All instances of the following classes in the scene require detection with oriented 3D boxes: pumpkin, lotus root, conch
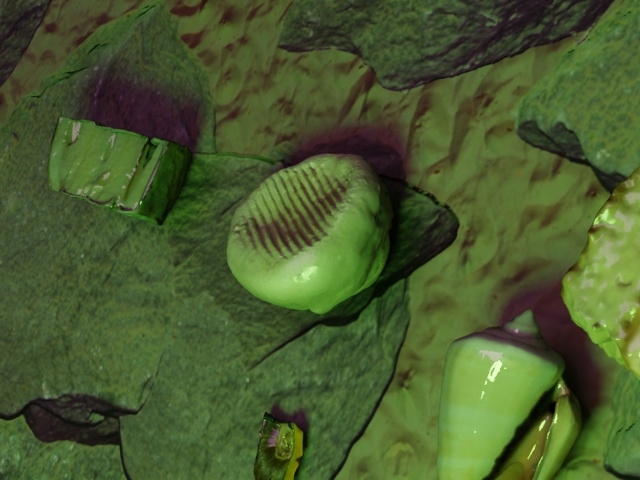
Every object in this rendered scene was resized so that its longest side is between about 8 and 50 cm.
[{"bbox_3d":[-0.049,0.261,1.679,0.073,0.035,0.101,-1,75,52],"label":"pumpkin"},{"bbox_3d":[-0.275,-0.098,1.948,0.235,0.138,0.119,15,88,43],"label":"lotus root"},{"bbox_3d":[0.192,0.192,1.462,0.158,0.127,0.255,22,112,15],"label":"conch"}]

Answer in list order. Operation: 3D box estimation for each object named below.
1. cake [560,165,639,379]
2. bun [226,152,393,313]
[{"bbox_3d":[0.424,0.067,1.168,0.307,0.314,0.293,36,96,45],"label":"cake"},{"bbox_3d":[0.000,0.000,1.672,0.231,0.133,0.231,-26,34,19],"label":"bun"}]
